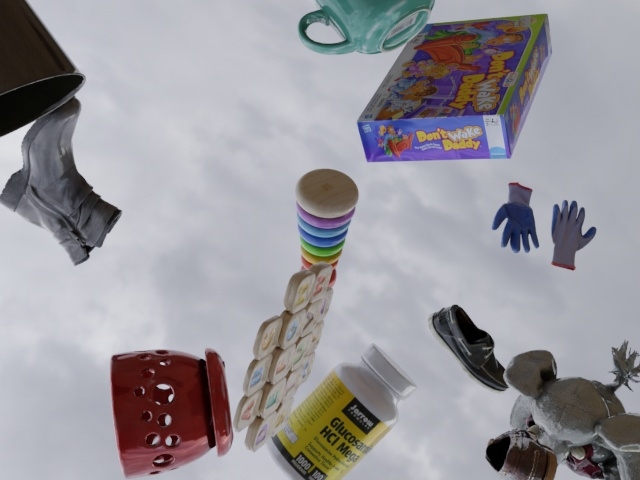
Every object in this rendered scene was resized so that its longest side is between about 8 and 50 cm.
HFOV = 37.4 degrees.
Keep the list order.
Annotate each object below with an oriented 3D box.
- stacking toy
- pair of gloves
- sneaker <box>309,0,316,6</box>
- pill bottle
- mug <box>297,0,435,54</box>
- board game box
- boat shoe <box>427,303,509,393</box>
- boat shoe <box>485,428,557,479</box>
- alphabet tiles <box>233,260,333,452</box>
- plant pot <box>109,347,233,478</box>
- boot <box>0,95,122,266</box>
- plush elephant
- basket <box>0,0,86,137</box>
[{"bbox_3d":[0.000,0.000,2.149,0.141,0.330,0.141,4,-135,-4],"label":"stacking toy"},{"bbox_3d":[0.420,-0.027,1.767,0.198,0.023,0.159,17,-122,-1],"label":"pair of gloves"},{"bbox_3d":[0.044,-0.594,1.900,0.323,0.236,0.130,40,176,-19],"label":"sneaker"},{"bbox_3d":[0.050,0.395,2.100,0.188,0.334,0.188,44,-178,-2],"label":"pill bottle"},{"bbox_3d":[0.064,-0.276,1.128,0.097,0.158,0.129,53,-148,12],"label":"mug"},{"bbox_3d":[0.228,-0.254,1.542,0.347,0.233,0.078,-60,-38,-46],"label":"board game box"},{"bbox_3d":[0.324,0.227,1.952,0.233,0.079,0.084,47,-146,-13],"label":"boat shoe"},{"bbox_3d":[0.265,0.295,1.307,0.073,0.073,0.207,13,171,0],"label":"boat shoe"},{"bbox_3d":[-0.047,0.174,1.424,0.021,0.284,0.278,21,-165,18],"label":"alphabet tiles"},{"bbox_3d":[-0.226,0.257,1.442,0.174,0.191,0.191,-7,-133,-7],"label":"plant pot"},{"bbox_3d":[-0.468,-0.114,1.818,0.222,0.338,0.118,38,-136,-1],"label":"boot"},{"bbox_3d":[0.418,0.318,1.573,0.272,0.330,0.255,29,-169,35],"label":"plush elephant"},{"bbox_3d":[-0.400,-0.233,1.030,0.227,0.204,0.154,62,178,1],"label":"basket"}]
